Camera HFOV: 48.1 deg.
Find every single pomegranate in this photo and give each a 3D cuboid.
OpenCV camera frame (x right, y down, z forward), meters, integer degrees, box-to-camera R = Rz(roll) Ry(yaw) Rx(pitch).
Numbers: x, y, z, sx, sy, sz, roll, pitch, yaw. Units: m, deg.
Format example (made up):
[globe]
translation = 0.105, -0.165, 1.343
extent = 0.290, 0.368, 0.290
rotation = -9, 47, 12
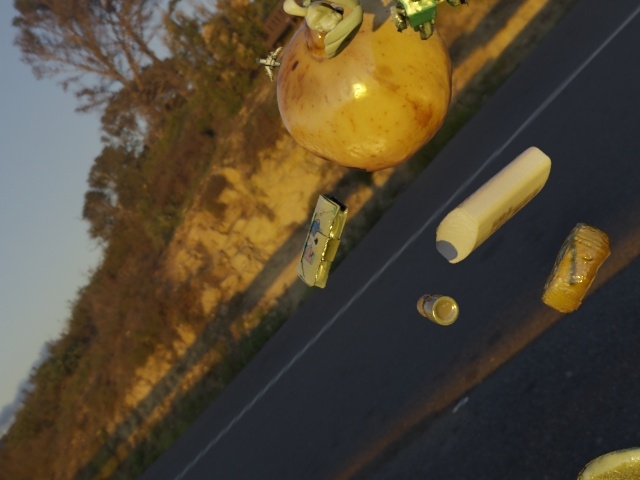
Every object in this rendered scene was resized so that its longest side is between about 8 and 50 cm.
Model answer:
[pomegranate]
translation = 0.080, -0.343, 1.502
extent = 0.410, 0.410, 0.410
rotation = -50, 6, 7

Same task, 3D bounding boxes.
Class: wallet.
[wallet]
translation = 0.000, 0.000, 1.290
extent = 0.110, 0.039, 0.155
rotation = -137, 62, -68

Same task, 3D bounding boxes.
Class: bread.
[bread]
translation = 0.680, 0.516, 1.504
extent = 0.267, 0.267, 0.040
rotation = -46, 22, 36

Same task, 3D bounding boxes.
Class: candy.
[candy]
translation = 0.697, 0.076, 1.962
extent = 0.260, 0.118, 0.260
rotation = -54, -19, -28

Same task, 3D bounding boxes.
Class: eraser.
[eraser]
translation = 0.379, -0.078, 1.577
extent = 0.270, 0.095, 0.174
rotation = -38, -17, -28

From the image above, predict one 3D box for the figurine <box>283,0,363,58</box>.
[figurine]
translation = 0.009, -0.281, 0.877
extent = 0.082, 0.086, 0.094
rotation = -50, -3, 31

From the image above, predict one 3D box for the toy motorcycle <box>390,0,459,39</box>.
[toy motorcycle]
translation = 0.152, -0.456, 1.211
extent = 0.109, 0.198, 0.296
rotation = -20, 2, 11

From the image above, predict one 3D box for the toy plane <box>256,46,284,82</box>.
[toy plane]
translation = -0.109, -0.391, 1.584
extent = 0.031, 0.083, 0.079
rotation = 8, -82, -66

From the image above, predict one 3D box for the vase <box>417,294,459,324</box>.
[vase]
translation = 0.213, 0.124, 1.319
extent = 0.053, 0.053, 0.100
rotation = -51, 9, -6

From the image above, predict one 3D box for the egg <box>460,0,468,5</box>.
[egg]
translation = 0.275, -0.458, 0.881
extent = 0.337, 0.201, 0.337
rotation = -34, 18, 13
